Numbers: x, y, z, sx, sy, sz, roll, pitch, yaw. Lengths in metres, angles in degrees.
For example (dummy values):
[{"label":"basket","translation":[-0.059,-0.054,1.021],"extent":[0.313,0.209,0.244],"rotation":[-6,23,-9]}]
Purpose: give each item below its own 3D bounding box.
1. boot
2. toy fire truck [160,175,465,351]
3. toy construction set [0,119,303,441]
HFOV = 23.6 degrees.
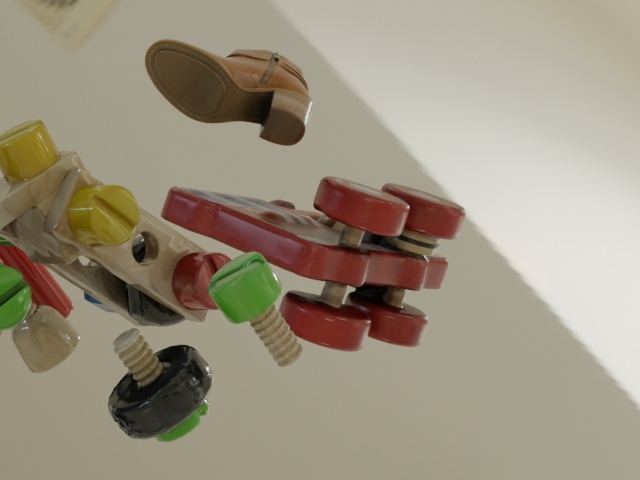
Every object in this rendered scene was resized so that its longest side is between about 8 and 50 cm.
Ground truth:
[{"label":"boot","translation":[-0.099,-0.182,1.683],"extent":[0.197,0.152,0.073],"rotation":[29,-64,-16]},{"label":"toy fire truck","translation":[0.000,0.000,1.716],"extent":[0.254,0.302,0.169],"rotation":[24,-79,32]},{"label":"toy construction set","translation":[-0.208,0.005,0.889],"extent":[0.237,0.257,0.309],"rotation":[57,-8,-21]}]
